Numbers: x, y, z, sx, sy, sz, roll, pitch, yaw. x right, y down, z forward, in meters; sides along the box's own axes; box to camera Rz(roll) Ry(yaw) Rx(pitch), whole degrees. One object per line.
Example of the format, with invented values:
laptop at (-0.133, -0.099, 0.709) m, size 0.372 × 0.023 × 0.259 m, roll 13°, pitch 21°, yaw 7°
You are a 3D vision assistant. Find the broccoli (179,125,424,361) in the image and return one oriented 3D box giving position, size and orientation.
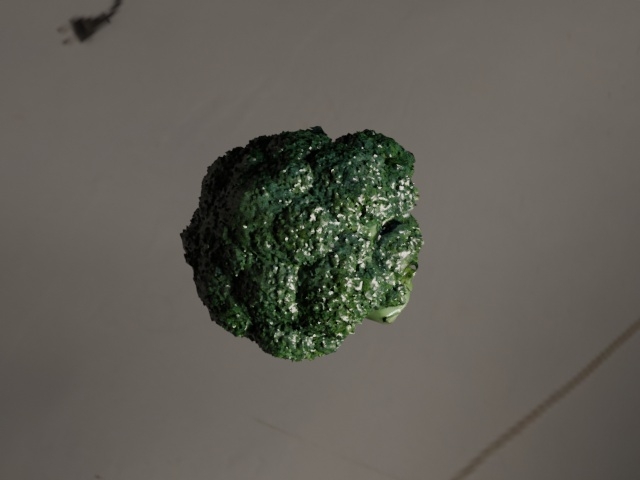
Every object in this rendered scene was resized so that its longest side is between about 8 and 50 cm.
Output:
broccoli at (0.000, 0.000, 1.357) m, size 0.270 × 0.270 × 0.269 m, roll -15°, pitch 59°, yaw 28°
